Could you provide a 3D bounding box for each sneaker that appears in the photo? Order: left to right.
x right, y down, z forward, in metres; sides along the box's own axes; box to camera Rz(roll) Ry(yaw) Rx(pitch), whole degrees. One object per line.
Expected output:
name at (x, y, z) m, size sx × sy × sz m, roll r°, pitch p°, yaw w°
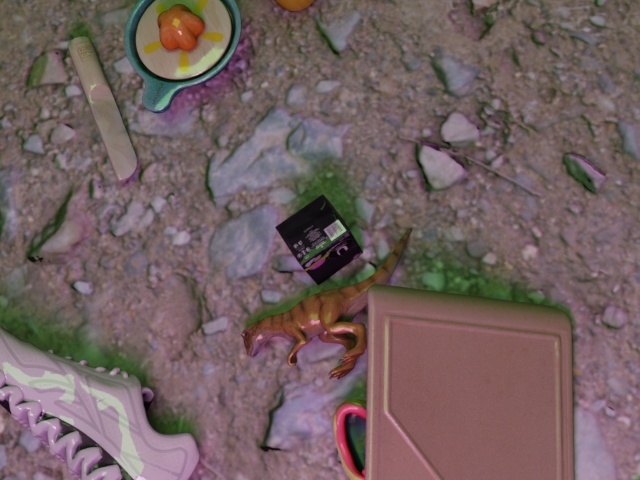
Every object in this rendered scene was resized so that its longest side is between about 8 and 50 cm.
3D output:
sneaker at (-0.248, 0.167, 1.304) m, size 0.292 × 0.110 × 0.118 m, roll 41°, pitch 78°, yaw 12°
sneaker at (0.070, 0.237, 1.209) m, size 0.081 × 0.094 × 0.208 m, roll -38°, pitch 71°, yaw -2°

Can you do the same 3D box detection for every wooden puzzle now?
wooden puzzle at (0.140, 0.166, 1.197) m, size 0.221 × 0.044 × 0.238 m, roll 8°, pitch 69°, yaw -22°

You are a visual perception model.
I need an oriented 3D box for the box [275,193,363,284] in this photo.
box at (0.000, 0.000, 1.302) m, size 0.062 × 0.083 × 0.052 m, roll -35°, pitch 71°, yaw 0°

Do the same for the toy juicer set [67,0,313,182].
toy juicer set at (-0.176, -0.250, 1.415) m, size 0.329 × 0.089 × 0.209 m, roll -44°, pitch 70°, yaw -3°

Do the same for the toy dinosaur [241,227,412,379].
toy dinosaur at (0.017, 0.072, 1.288) m, size 0.212 × 0.064 × 0.112 m, roll -26°, pitch 68°, yaw 3°
